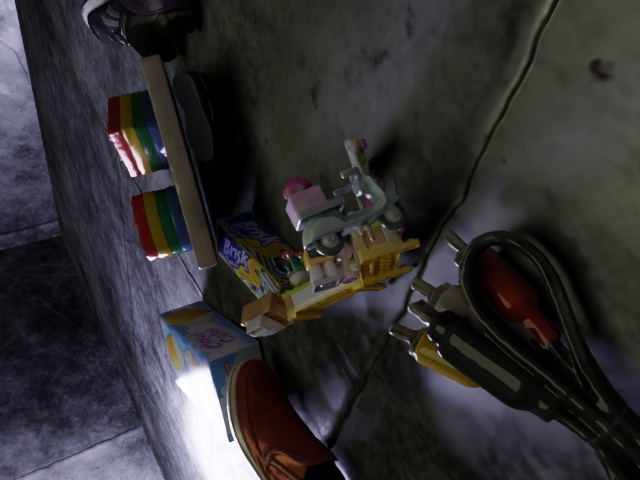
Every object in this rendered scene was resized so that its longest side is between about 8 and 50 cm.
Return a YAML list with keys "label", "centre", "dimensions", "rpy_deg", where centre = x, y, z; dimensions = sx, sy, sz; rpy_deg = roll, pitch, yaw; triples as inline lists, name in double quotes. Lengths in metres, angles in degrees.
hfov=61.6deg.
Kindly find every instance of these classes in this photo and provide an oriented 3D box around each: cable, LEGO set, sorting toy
- label: "cable"
  centre: [0.171, 0.095, 0.351]
  dimensions: [0.287, 0.072, 0.139]
  rpy_deg: [37, 120, 27]
- label: "LEGO set"
  centre: [0.000, 0.000, 0.496]
  dimensions: [0.287, 0.132, 0.107]
  rpy_deg: [127, 129, -62]
- label: "sorting toy"
  centre: [-0.222, -0.094, 0.749]
  dimensions: [0.255, 0.090, 0.256]
  rpy_deg: [-152, 48, -77]

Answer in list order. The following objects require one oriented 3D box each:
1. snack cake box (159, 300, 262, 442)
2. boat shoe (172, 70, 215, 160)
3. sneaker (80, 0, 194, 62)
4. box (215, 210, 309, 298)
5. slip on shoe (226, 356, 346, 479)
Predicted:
- label: "snack cake box"
  centre: [-0.190, 0.219, 0.950]
  dimensions: [0.264, 0.089, 0.152]
  rpy_deg: [15, 117, 56]
- label: "boat shoe"
  centre: [-0.171, -0.176, 0.759]
  dimensions: [0.046, 0.038, 0.125]
  rpy_deg: [-6, 111, 32]
- label: "sneaker"
  centre: [-0.268, -0.311, 0.787]
  dimensions: [0.283, 0.107, 0.124]
  rpy_deg: [-1, 111, 59]
- label: "box"
  centre: [-0.074, 0.026, 0.690]
  dimensions: [0.169, 0.054, 0.059]
  rpy_deg: [39, 137, 43]
- label: "slip on shoe"
  centre: [-0.027, 0.298, 0.723]
  dimensions: [0.101, 0.123, 0.331]
  rpy_deg: [-44, 58, 22]
